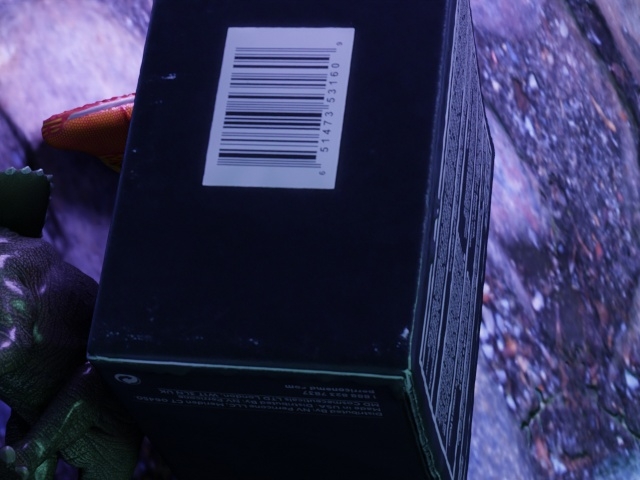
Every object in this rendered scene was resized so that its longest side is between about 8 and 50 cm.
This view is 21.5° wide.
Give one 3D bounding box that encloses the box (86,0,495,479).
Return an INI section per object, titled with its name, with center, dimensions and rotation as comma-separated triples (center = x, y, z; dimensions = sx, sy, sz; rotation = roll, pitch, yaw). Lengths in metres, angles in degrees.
[box]
center = 0.000, 0.000, 1.023
dimensions = 0.294, 0.182, 0.296
rotation = 69, 26, -61

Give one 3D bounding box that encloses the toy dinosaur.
[toy dinosaur]
center = -0.156, 0.072, 0.963
dimensions = 0.313, 0.121, 0.160
rotation = 53, 46, -15

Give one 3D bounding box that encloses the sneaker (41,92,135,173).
[sneaker]
center = -0.111, -0.064, 1.132
dimensions = 0.175, 0.064, 0.067
rotation = 1, 81, -47
